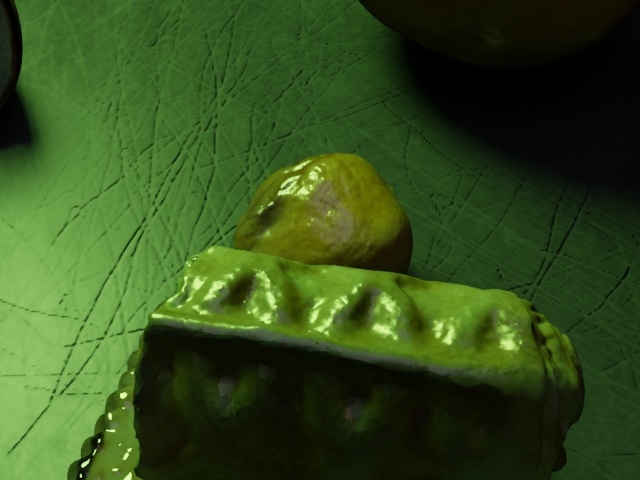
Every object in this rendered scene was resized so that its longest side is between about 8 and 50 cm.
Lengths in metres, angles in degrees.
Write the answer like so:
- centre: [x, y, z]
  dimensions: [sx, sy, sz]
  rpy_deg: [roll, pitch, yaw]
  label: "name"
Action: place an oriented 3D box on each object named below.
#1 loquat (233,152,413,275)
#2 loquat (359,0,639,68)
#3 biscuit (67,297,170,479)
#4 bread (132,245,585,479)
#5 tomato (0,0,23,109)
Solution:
- centre: [0.000, 0.000, 0.970]
  dimensions: [0.137, 0.113, 0.137]
  rpy_deg: [2, 73, -5]
  label: "loquat"
- centre: [0.160, -0.308, 1.115]
  dimensions: [0.328, 0.328, 0.328]
  rpy_deg: [2, 47, -2]
  label: "loquat"
- centre: [-0.063, 0.177, 0.837]
  dimensions: [0.217, 0.044, 0.325]
  rpy_deg: [15, 47, 8]
  label: "biscuit"
- centre: [0.027, 0.091, 0.815]
  dimensions: [0.268, 0.130, 0.152]
  rpy_deg: [8, 82, 2]
  label: "bread"
- centre: [-0.358, -0.180, 1.091]
  dimensions: [0.214, 0.180, 0.155]
  rpy_deg: [-2, 29, -15]
  label: "tomato"
